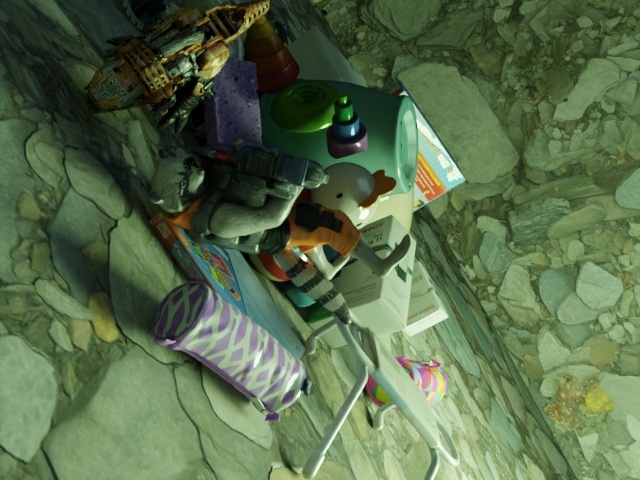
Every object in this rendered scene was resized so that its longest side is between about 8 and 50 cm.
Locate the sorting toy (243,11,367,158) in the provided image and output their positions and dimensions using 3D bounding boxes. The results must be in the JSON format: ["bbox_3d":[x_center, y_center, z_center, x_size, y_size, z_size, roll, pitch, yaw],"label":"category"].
[{"bbox_3d":[-0.040,-0.280,1.189,0.365,0.127,0.126,49,-23,39],"label":"sorting toy"}]

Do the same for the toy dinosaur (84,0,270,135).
[{"bbox_3d":[-0.193,-0.258,1.004,0.322,0.218,0.164,-17,90,-31],"label":"toy dinosaur"}]

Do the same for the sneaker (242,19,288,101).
[{"bbox_3d":[-0.163,-0.292,1.398,0.122,0.146,0.330,63,31,-52],"label":"sneaker"}]

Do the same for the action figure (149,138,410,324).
[{"bbox_3d":[-0.058,-0.020,0.886,0.330,0.178,0.341,23,0,-20],"label":"action figure"}]

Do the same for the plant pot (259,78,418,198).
[{"bbox_3d":[0.046,-0.179,1.332,0.272,0.256,0.271,1,90,-70],"label":"plant pot"}]

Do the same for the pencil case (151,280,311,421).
[{"bbox_3d":[-0.104,0.132,0.824,0.206,0.086,0.088,45,53,-34],"label":"pencil case"}]

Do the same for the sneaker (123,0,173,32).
[{"bbox_3d":[-0.300,-0.408,1.287,0.190,0.071,0.082,54,8,-45],"label":"sneaker"}]

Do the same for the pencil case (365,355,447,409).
[{"bbox_3d":[0.166,0.268,1.327,0.104,0.104,0.236,64,17,20],"label":"pencil case"}]

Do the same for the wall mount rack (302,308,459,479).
[{"bbox_3d":[0.080,0.272,1.038,0.350,0.131,0.304,51,14,-22],"label":"wall mount rack"}]

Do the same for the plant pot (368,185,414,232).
[{"bbox_3d":[0.112,-0.082,1.616,0.274,0.257,0.256,64,7,-47],"label":"plant pot"}]

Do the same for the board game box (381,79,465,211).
[{"bbox_3d":[0.168,-0.205,1.841,0.308,0.302,0.086,50,18,-26],"label":"board game box"}]

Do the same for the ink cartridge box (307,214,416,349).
[{"bbox_3d":[0.076,0.071,1.233,0.087,0.153,0.208,48,35,-29],"label":"ink cartridge box"}]

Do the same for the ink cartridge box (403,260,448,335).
[{"bbox_3d":[0.232,0.144,1.727,0.063,0.109,0.150,44,21,-50],"label":"ink cartridge box"}]

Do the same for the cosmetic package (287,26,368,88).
[{"bbox_3d":[0.044,-0.488,2.267,0.385,0.156,0.217,26,38,-63],"label":"cosmetic package"}]

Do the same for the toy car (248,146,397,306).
[{"bbox_3d":[0.010,-0.047,1.129,0.219,0.238,0.210,53,36,-25],"label":"toy car"}]

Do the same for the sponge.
[{"bbox_3d":[-0.148,-0.202,1.189,0.117,0.031,0.209,-10,96,-56],"label":"sponge"}]

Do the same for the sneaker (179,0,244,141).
[{"bbox_3d":[-0.196,-0.304,1.222,0.115,0.105,0.281,-7,83,-62],"label":"sneaker"}]

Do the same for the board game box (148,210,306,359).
[{"bbox_3d":[-0.121,0.070,0.976,0.281,0.027,0.145,56,15,-4],"label":"board game box"}]
